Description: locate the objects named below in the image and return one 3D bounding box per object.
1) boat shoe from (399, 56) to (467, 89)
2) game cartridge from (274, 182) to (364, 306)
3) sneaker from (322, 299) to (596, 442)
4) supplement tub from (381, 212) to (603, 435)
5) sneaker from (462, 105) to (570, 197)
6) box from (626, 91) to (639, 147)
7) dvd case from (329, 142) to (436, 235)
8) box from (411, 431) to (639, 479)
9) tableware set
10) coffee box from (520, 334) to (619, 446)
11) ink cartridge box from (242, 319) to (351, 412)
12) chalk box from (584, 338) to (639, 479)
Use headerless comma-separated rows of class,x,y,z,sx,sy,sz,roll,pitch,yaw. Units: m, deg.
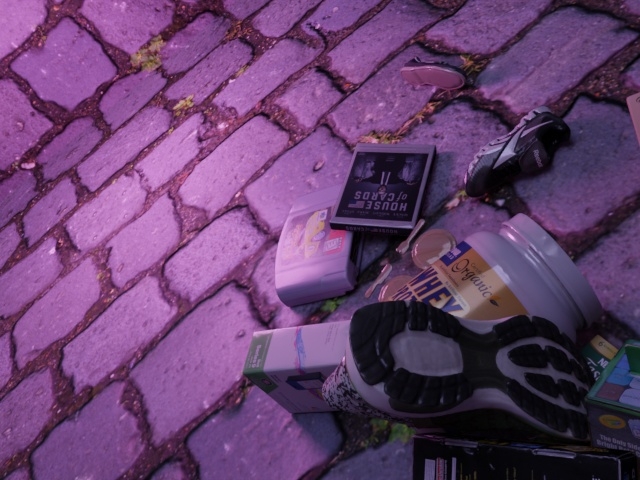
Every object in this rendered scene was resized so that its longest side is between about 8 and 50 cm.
boat shoe,0.270,-0.401,1.693,0.065,0.075,0.206,-53,35,-11
game cartridge,0.000,0.000,1.548,0.196,0.060,0.294,-19,43,31
sneaker,0.181,0.184,0.927,0.182,0.410,0.158,-45,36,50
supplement tub,0.231,0.129,1.087,0.316,0.228,0.228,-38,38,4
sneaker,0.374,-0.159,1.368,0.234,0.078,0.106,-40,36,-3
box,0.566,-0.093,1.093,0.121,0.148,0.311,-18,42,27
dvd case,0.134,-0.112,1.514,0.179,0.030,0.239,4,51,19
box,0.231,0.397,0.840,0.257,0.079,0.322,-6,77,38
tableware set,0.184,0.066,1.343,0.128,0.039,0.194,32,82,39
coffee box,0.369,0.230,1.024,0.184,0.040,0.113,-41,38,-1
ink cartridge box,-0.001,0.220,1.249,0.212,0.154,0.093,-12,46,31
chalk box,0.405,0.207,0.853,0.132,0.213,0.132,10,35,44
